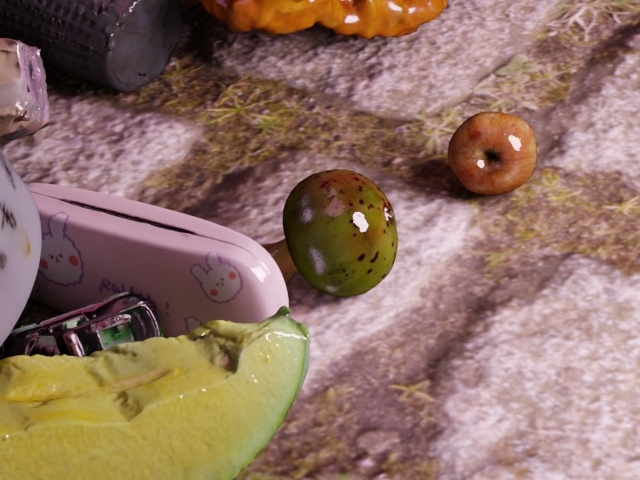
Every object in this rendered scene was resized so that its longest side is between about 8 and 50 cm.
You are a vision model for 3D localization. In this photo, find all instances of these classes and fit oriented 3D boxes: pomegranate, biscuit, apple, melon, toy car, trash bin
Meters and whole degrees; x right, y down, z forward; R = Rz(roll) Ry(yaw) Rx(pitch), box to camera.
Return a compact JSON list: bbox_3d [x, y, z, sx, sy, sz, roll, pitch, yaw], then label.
[{"bbox_3d":[0.000,0.000,1.701,0.142,0.114,0.114,-24,32,16],"label":"pomegranate"},{"bbox_3d":[-0.033,-0.312,2.058,0.312,0.110,0.318,-3,29,-37],"label":"biscuit"},{"bbox_3d":[0.162,-0.082,1.803,0.084,0.084,0.071,-2,9,7],"label":"apple"},{"bbox_3d":[-0.159,0.148,1.508,0.324,0.124,0.196,-12,37,-18],"label":"melon"},{"bbox_3d":[-0.202,0.092,1.617,0.142,0.069,0.055,-19,3,-8],"label":"toy car"},{"bbox_3d":[-0.236,-0.243,2.037,0.161,0.175,0.175,29,49,27],"label":"trash bin"}]

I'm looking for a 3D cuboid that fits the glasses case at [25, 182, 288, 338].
[{"bbox_3d":[-0.161,0.025,1.682,0.297,0.113,0.075,13,38,27],"label":"glasses case"}]

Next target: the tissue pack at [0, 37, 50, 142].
[{"bbox_3d":[-0.401,-0.130,1.896,0.257,0.123,0.215,-8,4,-4],"label":"tissue pack"}]

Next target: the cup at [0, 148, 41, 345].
[{"bbox_3d":[-0.372,0.022,1.631,0.347,0.163,0.347,-17,50,22],"label":"cup"}]
